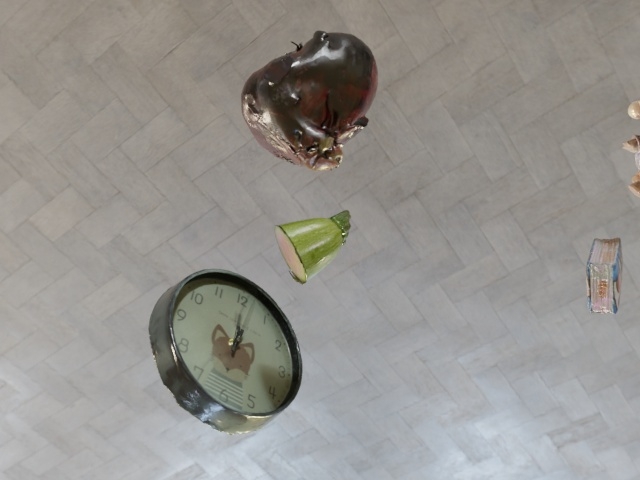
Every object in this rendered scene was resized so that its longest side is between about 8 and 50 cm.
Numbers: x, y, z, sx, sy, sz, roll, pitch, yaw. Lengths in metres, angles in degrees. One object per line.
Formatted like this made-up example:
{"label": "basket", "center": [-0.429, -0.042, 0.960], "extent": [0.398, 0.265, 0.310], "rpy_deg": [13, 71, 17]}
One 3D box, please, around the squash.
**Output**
{"label": "squash", "center": [0.005, -0.002, 0.869], "extent": [0.132, 0.105, 0.105], "rpy_deg": [-25, 118, -18]}

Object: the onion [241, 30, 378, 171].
{"label": "onion", "center": [-0.010, -0.270, 1.034], "extent": [0.281, 0.281, 0.221], "rpy_deg": [-25, 140, 15]}

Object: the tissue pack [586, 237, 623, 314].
{"label": "tissue pack", "center": [0.605, 0.072, 1.154], "extent": [0.065, 0.155, 0.115], "rpy_deg": [-1, 110, 31]}

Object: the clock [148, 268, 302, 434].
{"label": "clock", "center": [-0.170, 0.202, 1.042], "extent": [0.325, 0.325, 0.067], "rpy_deg": [41, 121, -18]}

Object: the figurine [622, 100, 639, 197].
{"label": "figurine", "center": [0.704, -0.208, 1.077], "extent": [0.133, 0.200, 0.276], "rpy_deg": [-15, 138, -24]}
